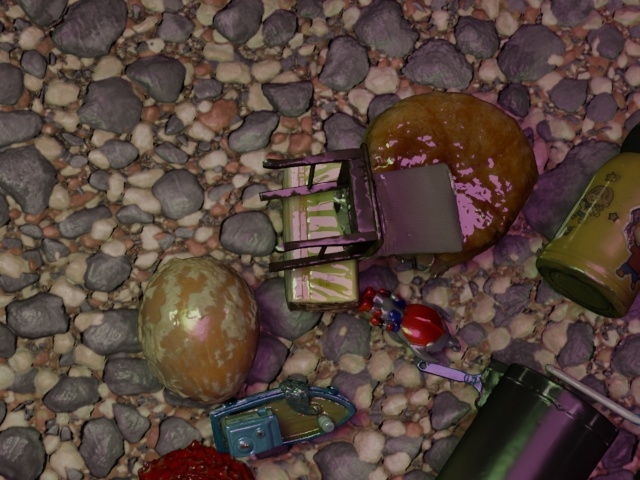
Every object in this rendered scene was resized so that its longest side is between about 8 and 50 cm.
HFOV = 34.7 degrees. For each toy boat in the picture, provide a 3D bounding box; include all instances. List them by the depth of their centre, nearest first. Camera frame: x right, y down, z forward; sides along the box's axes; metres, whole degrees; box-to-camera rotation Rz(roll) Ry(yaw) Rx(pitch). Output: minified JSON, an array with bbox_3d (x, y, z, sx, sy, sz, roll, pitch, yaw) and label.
[{"bbox_3d":[-0.058,0.292,1.671,0.238,0.098,0.109,-12,105,-9],"label":"toy boat"}]

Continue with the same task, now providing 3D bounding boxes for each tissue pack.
[{"bbox_3d":[0.000,0.000,1.705,0.125,0.159,0.234,-1,79,-1],"label":"tissue pack"}]

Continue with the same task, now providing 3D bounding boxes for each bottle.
[{"bbox_3d":[0.520,-0.057,1.714,0.172,0.171,0.351,33,81,5],"label":"bottle"}]

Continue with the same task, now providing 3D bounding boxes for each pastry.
[{"bbox_3d":[0.205,-0.112,1.739,0.330,0.136,0.329,0,80,1],"label":"pastry"}]

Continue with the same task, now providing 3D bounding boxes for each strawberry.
[{"bbox_3d":[-0.204,0.423,1.622,0.234,0.178,0.233,1,74,-4],"label":"strawberry"}]

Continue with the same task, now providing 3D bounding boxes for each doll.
[{"bbox_3d":[0.154,0.141,1.719,0.195,0.104,0.062,28,121,-11],"label":"doll"}]

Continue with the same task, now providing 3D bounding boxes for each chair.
[{"bbox_3d":[0.075,-0.049,1.548,0.319,0.186,0.160,-7,76,-7],"label":"chair"}]

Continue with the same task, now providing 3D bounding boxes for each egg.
[{"bbox_3d":[-0.194,0.143,1.657,0.203,0.203,0.245,-13,83,-3],"label":"egg"}]

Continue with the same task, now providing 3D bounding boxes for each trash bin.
[{"bbox_3d":[0.302,0.371,1.621,0.252,0.203,0.301,32,82,20],"label":"trash bin"}]

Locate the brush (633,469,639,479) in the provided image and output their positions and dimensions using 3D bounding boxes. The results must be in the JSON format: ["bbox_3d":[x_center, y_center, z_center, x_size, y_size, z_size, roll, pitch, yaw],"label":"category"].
[{"bbox_3d":[0.582,0.417,1.639,0.063,0.193,0.016,-36,125,-6],"label":"brush"}]

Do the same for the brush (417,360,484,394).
[{"bbox_3d":[0.244,0.233,1.739,0.164,0.014,0.051,15,79,3],"label":"brush"}]

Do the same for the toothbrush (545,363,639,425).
[{"bbox_3d":[0.534,0.292,1.649,0.386,0.040,0.040,31,80,28],"label":"toothbrush"}]
